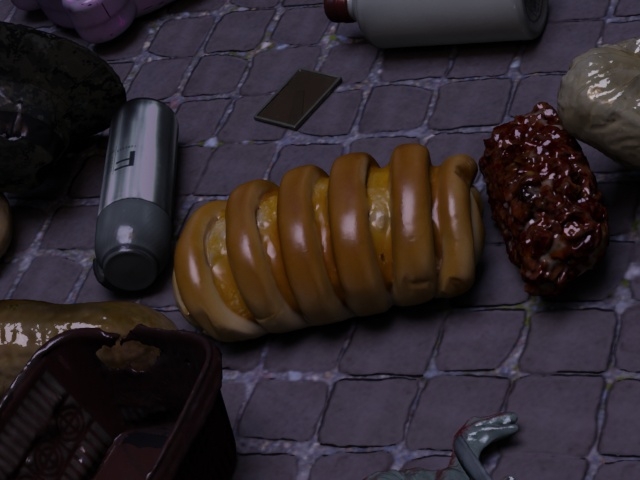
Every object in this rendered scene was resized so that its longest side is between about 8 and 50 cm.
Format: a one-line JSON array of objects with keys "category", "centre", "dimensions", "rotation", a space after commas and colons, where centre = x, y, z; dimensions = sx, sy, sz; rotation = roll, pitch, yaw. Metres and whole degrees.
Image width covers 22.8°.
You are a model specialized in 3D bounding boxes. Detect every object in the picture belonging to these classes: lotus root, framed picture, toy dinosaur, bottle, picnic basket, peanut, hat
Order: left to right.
[{"category": "lotus root", "centre": [-0.376, -0.021, 1.751], "dimensions": [0.073, 0.062, 0.150], "rotation": [-23, 40, 0]}, {"category": "hat", "centre": [-0.341, -0.127, 1.730], "dimensions": [0.265, 0.265, 0.128], "rotation": [-7, 60, 19]}, {"category": "peanut", "centre": [-0.244, 0.106, 1.512], "dimensions": [0.236, 0.120, 0.110], "rotation": [-6, 65, 9]}, {"category": "picnic basket", "centre": [-0.194, 0.221, 1.341], "dimensions": [0.222, 0.129, 0.297], "rotation": [1, 45, 30]}, {"category": "bottle", "centre": [-0.199, -0.048, 1.684], "dimensions": [0.096, 0.079, 0.254], "rotation": [-36, 34, 26]}, {"category": "framed picture", "centre": [-0.025, -0.159, 1.772], "dimensions": [0.066, 0.007, 0.089], "rotation": [17, 55, 38]}, {"category": "toy dinosaur", "centre": [0.044, 0.216, 1.288], "dimensions": [0.242, 0.053, 0.167], "rotation": [-13, 34, 14]}, {"category": "bottle", "centre": [0.120, -0.265, 1.742], "dimensions": [0.245, 0.104, 0.104], "rotation": [0, 45, 27]}]

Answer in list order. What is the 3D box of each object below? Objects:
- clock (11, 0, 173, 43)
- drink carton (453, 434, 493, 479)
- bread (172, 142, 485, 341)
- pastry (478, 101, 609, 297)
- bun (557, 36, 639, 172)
[{"category": "clock", "centre": [-0.242, -0.394, 2.061], "dimensions": [0.322, 0.113, 0.295], "rotation": [-43, 43, -19]}, {"category": "drink carton", "centre": [0.086, 0.274, 1.125], "dimensions": [0.189, 0.185, 0.191], "rotation": [-36, 41, 3]}, {"category": "bread", "centre": [0.000, 0.000, 1.496], "dimensions": [0.311, 0.121, 0.173], "rotation": [-14, 41, 14]}, {"category": "pastry", "centre": [0.206, -0.038, 1.449], "dimensions": [0.097, 0.115, 0.208], "rotation": [-16, 34, 2]}, {"category": "bun", "centre": [0.305, -0.120, 1.430], "dimensions": [0.188, 0.111, 0.164], "rotation": [24, 29, -5]}]
